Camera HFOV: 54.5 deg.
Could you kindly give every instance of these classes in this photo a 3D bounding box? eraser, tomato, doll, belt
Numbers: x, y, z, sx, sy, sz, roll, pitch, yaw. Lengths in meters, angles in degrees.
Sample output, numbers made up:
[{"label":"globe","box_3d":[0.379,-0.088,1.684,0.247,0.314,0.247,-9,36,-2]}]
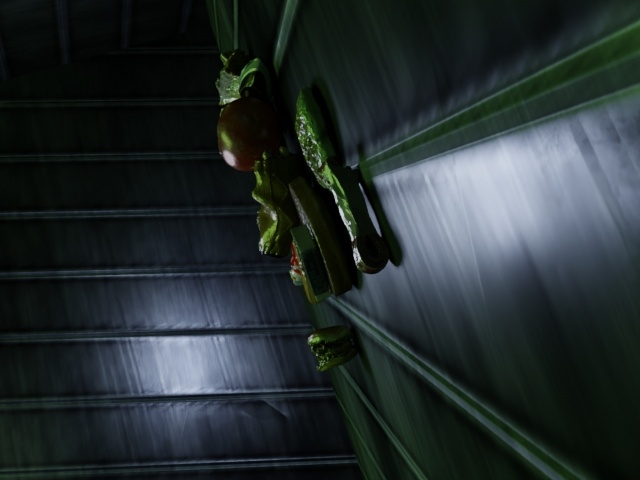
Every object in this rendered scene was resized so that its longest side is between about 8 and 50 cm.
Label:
[{"label":"eraser","box_3d":[-0.024,0.061,1.625,0.212,0.046,0.091,73,174,-47]},{"label":"tomato","box_3d":[-0.218,-0.328,1.933,0.232,0.189,0.231,1,-90,-83]},{"label":"doll","box_3d":[-0.076,0.074,2.496,0.384,0.099,0.188,92,159,-62]},{"label":"belt","box_3d":[0.066,-0.049,1.151,0.053,0.071,0.231,117,132,-71]}]

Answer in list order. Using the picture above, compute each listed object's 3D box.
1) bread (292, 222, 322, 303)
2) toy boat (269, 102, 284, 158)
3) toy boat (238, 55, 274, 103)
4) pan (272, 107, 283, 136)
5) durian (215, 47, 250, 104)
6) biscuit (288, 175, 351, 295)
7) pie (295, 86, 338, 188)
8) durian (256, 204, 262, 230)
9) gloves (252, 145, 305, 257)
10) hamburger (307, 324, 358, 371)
[{"label":"bread","box_3d":[-0.035,0.066,2.114,0.142,0.091,0.305,-105,1,-62]},{"label":"toy boat","box_3d":[-0.215,-0.406,2.234,0.114,0.122,0.295,23,-132,-67]},{"label":"toy boat","box_3d":[-0.197,-0.502,1.951,0.262,0.114,0.115,141,144,-82]},{"label":"pan","box_3d":[-0.144,-0.378,2.048,0.202,0.048,0.128,32,141,52]},{"label":"durian","box_3d":[-0.329,-0.631,2.373,0.306,0.167,0.172,143,112,-82]},{"label":"biscuit","box_3d":[0.009,-0.003,1.696,0.394,0.070,0.350,-119,9,-57]},{"label":"pie","box_3d":[-0.014,-0.226,1.370,0.240,0.054,0.240,161,90,-85]},{"label":"durian","box_3d":[-0.123,-0.082,2.187,0.167,0.196,0.196,50,168,12]},{"label":"gloves","box_3d":[-0.121,-0.121,1.927,0.203,0.156,0.356,-78,-11,-65]},{"label":"hamburger","box_3d":[0.043,0.331,1.976,0.131,0.159,0.185,67,-161,8]}]
